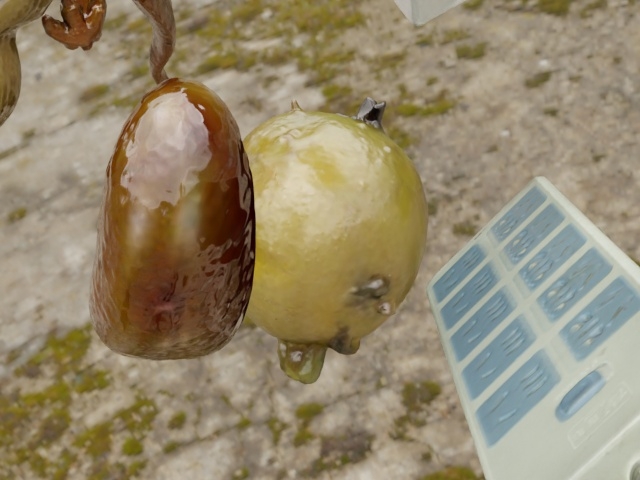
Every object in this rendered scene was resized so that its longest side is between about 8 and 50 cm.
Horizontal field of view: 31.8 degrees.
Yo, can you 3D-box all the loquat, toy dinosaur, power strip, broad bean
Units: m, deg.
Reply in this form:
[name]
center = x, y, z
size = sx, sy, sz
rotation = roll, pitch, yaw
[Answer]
[loquat]
center = 0.000, 0.000, 0.791
size = 0.149, 0.204, 0.172
rotation = 4, -3, -4
[toy dinosaur]
center = -0.151, -0.213, 0.811
size = 0.097, 0.432, 0.208
rotation = -8, 44, -6
[power strip]
center = 0.113, 0.046, 0.542
size = 0.106, 0.043, 0.367
rotation = -46, 9, 10
[broad bean]
center = -0.073, -0.006, 0.565
size = 0.084, 0.165, 0.114
rotation = -3, 35, -17

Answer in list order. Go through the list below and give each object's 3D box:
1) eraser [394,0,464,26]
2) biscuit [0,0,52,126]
[eraser]
center = -0.003, -0.256, 0.587
size = 0.076, 0.078, 0.298
rotation = -33, 73, -3
[biscuit]
center = -0.291, -0.139, 0.721
size = 0.320, 0.183, 0.047
rotation = -9, 8, 26
